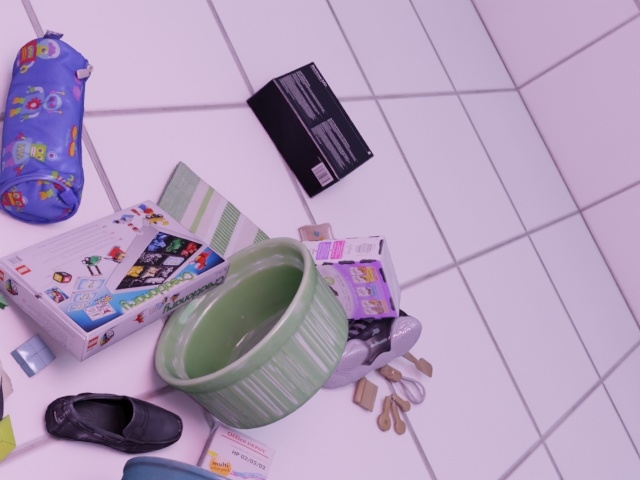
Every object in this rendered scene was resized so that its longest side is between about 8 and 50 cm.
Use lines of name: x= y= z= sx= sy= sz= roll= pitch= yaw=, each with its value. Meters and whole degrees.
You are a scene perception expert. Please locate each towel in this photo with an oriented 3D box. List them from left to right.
towel: x=-0.180 y=0.035 z=1.544 sx=0.325 sy=0.038 sz=0.248 roll=41 pitch=40 yaw=-22

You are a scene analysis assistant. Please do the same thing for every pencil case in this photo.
pencil case: x=-0.427 y=-0.178 z=1.314 sx=0.119 sy=0.133 sz=0.306 roll=66 pitch=17 yaw=-59

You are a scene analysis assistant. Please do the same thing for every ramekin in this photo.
ramekin: x=-0.102 y=0.153 z=1.340 sx=0.148 sy=0.303 sz=0.303 roll=51 pitch=36 yaw=-28

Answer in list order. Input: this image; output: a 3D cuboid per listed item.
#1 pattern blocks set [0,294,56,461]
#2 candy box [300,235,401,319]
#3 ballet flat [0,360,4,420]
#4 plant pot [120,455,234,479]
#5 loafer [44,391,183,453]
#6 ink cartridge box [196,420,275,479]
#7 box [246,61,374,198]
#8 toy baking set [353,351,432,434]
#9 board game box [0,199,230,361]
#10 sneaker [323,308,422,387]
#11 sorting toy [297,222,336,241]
pattern blocks set: x=-0.499 y=0.175 z=1.070 sx=0.285 sy=0.026 sz=0.325 roll=49 pitch=37 yaw=-15
candy box: x=0.041 y=0.076 z=1.599 sx=0.070 sy=0.196 sz=0.165 roll=-77 pitch=156 yaw=-43
ballet flat: x=-0.453 y=0.142 z=1.066 sx=0.074 sy=0.074 sz=0.203 roll=-20 pitch=82 yaw=-54
plant pot: x=-0.185 y=0.456 z=1.071 sx=0.271 sy=0.271 sz=0.255 roll=41 pitch=53 yaw=-24
loafer: x=-0.287 y=0.264 z=1.216 sx=0.223 sy=0.078 sz=0.076 roll=20 pitch=52 yaw=-42
ink cartridge box: x=-0.140 y=0.363 z=1.314 sx=0.104 sy=0.061 sz=0.181 roll=28 pitch=42 yaw=-7
box: x=-0.019 y=-0.251 z=1.876 sx=0.261 sy=0.103 sz=0.184 roll=57 pitch=39 yaw=-4
toy baking set: x=0.146 y=0.293 z=1.763 sx=0.256 sy=0.030 sz=0.197 roll=-42 pitch=106 yaw=-47
board game box: x=-0.308 y=0.048 z=1.272 sx=0.193 sy=0.053 sz=0.305 roll=36 pitch=36 yaw=20
sneaker: x=0.061 y=0.190 z=1.675 sx=0.268 sy=0.101 sz=0.153 roll=-20 pitch=47 yaw=-29
sorting toy: x=0.000 y=0.000 z=1.747 sx=0.045 sy=0.075 sz=0.083 roll=8 pitch=61 yaw=-47
